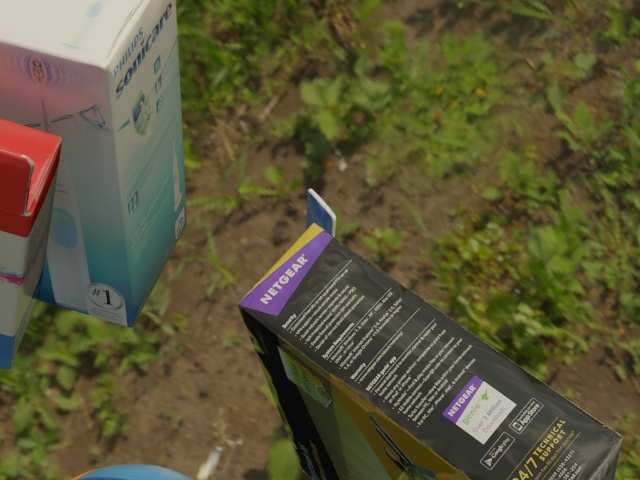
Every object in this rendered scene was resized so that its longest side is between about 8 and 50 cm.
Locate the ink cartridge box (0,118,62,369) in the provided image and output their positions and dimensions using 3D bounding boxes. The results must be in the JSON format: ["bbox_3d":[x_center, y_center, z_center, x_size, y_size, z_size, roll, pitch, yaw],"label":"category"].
[{"bbox_3d":[-0.258,-0.020,0.919,0.231,0.134,0.078,112,174,-48],"label":"ink cartridge box"}]

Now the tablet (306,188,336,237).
[{"bbox_3d":[0.000,0.000,1.213,0.006,0.083,0.054,-14,37,-22],"label":"tablet"}]

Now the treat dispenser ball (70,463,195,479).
[{"bbox_3d":[-0.212,0.393,1.475,0.288,0.288,0.288,-14,63,29],"label":"treat dispenser ball"}]

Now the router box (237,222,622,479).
[{"bbox_3d":[0.079,0.150,0.930,0.243,0.309,0.081,35,70,24],"label":"router box"}]

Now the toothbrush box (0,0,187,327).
[{"bbox_3d":[-0.226,-0.091,1.026,0.216,0.296,0.126,16,50,9],"label":"toothbrush box"}]
